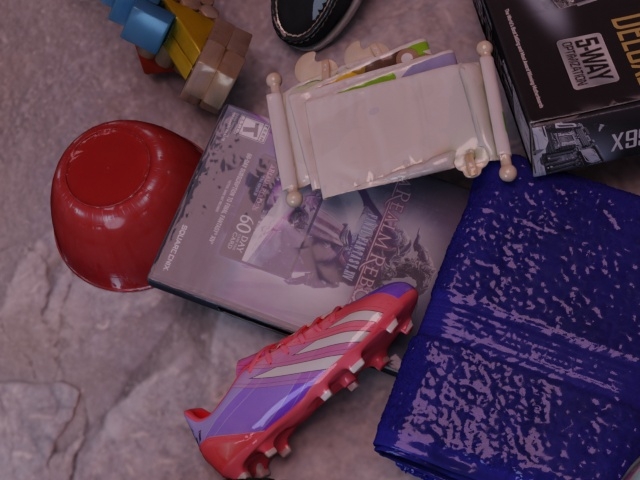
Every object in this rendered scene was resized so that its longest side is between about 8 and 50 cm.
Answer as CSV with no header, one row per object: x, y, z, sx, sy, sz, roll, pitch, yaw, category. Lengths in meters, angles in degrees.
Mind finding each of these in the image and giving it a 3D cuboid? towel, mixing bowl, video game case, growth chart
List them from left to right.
-0.194,-0.050,1.414,0.181,0.098,0.181,-4,65,10,mixing bowl
0.000,0.000,1.357,0.274,0.026,0.196,20,71,8,video game case
0.060,-0.116,1.340,0.237,0.021,0.172,-9,64,16,growth chart
0.200,0.090,1.274,0.228,0.076,0.308,20,70,7,towel

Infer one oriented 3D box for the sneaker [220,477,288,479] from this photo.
-0.133,0.309,1.232,0.343,0.134,0.146,-28,69,9,sneaker

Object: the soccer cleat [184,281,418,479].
-0.019,0.113,1.280,0.248,0.083,0.095,-46,72,13,soccer cleat

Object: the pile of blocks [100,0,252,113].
-0.196,-0.254,1.491,0.149,0.112,0.362,-4,51,-35,pile of blocks

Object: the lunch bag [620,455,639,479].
0.328,0.286,1.110,0.279,0.108,0.224,34,77,9,lunch bag

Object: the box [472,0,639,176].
0.278,-0.214,1.347,0.242,0.076,0.307,-12,50,2,box

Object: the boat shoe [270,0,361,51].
0.005,-0.334,1.427,0.114,0.091,0.302,22,107,21,boat shoe
